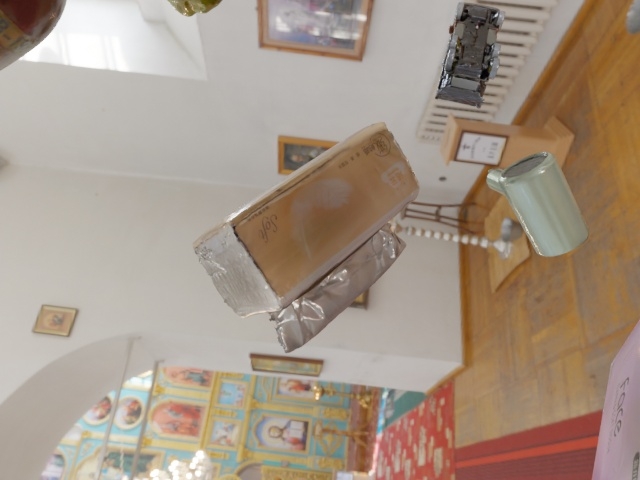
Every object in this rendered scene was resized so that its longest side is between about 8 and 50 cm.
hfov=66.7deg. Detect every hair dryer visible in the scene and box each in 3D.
[{"bbox_3d":[0.148,-0.035,0.364,0.063,0.037,0.124,58,-172,-13],"label":"hair dryer"}]

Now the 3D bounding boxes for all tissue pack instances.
[{"bbox_3d":[0.000,0.000,0.754,0.305,0.238,0.239,-38,-27,-29],"label":"tissue pack"},{"bbox_3d":[0.339,0.189,0.475,0.246,0.092,0.149,-49,-31,-41],"label":"tissue pack"}]

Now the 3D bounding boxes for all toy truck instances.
[{"bbox_3d":[0.244,-0.303,0.801,0.092,0.083,0.192,93,-167,-59],"label":"toy truck"}]

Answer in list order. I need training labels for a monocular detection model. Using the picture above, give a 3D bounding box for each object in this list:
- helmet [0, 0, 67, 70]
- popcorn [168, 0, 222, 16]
[{"bbox_3d":[-0.496,-0.421,0.709,0.338,0.230,0.385,64,172,0],"label":"helmet"},{"bbox_3d":[-0.148,-0.405,0.534,0.226,0.276,0.276,59,-179,0],"label":"popcorn"}]
